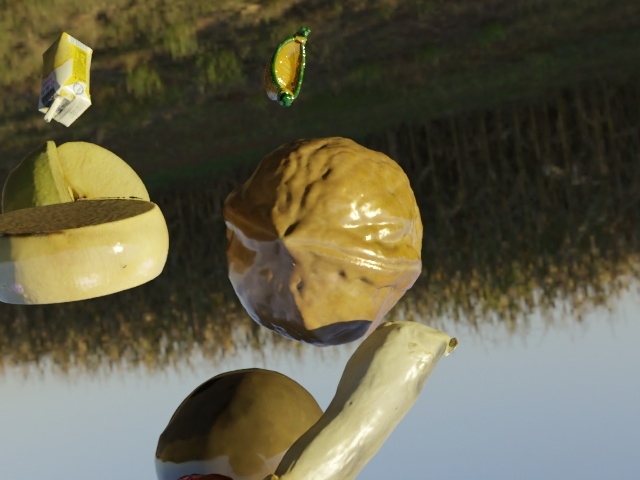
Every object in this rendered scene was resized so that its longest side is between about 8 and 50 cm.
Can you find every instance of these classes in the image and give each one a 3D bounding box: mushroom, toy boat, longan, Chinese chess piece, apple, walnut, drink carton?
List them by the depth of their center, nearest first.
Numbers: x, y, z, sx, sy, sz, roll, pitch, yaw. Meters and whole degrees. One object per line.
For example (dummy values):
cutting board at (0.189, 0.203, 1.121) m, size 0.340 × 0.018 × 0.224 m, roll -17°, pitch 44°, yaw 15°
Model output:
mushroom at (0.048, 0.225, 1.344) m, size 0.097 × 0.109 × 0.351 m, roll 19°, pitch -124°, yaw 37°
Chinese chess piece at (-0.327, 0.010, 1.398) m, size 0.250 × 0.097 × 0.251 m, roll -5°, pitch -168°, yaw 1°
walnut at (0.003, 0.002, 1.521) m, size 0.306 × 0.306 × 0.344 m, roll -9°, pitch 178°, yaw 20°
longan at (-0.102, 0.324, 1.614) m, size 0.300 × 0.243 × 0.300 m, roll 1°, pitch 156°, yaw 1°
drink carton at (-0.416, -0.247, 1.721) m, size 0.084 × 0.200 × 0.074 m, roll -35°, pitch 133°, yaw 26°
apple at (-0.524, -0.058, 2.176) m, size 0.233 × 0.258 × 0.295 m, roll -36°, pitch 174°, yaw 30°
toy boat at (-0.070, -0.373, 2.317) m, size 0.089 × 0.229 × 0.088 m, roll 32°, pitch 143°, yaw -28°

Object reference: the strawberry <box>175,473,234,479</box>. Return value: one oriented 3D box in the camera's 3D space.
strawberry at (-0.159, 0.388, 1.348) m, size 0.121 × 0.188 × 0.082 m, roll 6°, pitch 146°, yaw 25°
